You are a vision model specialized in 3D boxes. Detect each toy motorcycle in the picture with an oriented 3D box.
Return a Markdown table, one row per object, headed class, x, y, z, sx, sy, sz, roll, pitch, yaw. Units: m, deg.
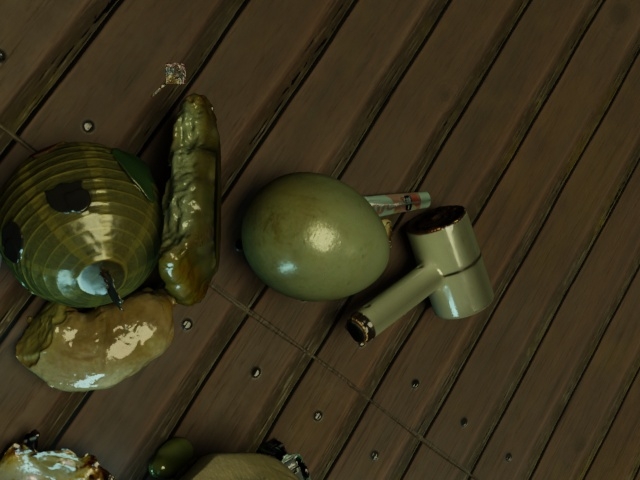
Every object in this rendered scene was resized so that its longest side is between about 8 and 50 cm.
| class | x | y | z | sx | sy | sz | roll | pitch | yaw |
| --- | --- | --- | --- | --- | --- | --- | --- | --- | --- |
| toy motorcycle | -0.050 | 0.452 | 1.547 | 0.058 | 0.100 | 0.173 | -26 | 105 | -27 |

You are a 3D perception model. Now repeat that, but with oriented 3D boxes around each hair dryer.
| class | x | y | z | sx | sy | sz | roll | pitch | yaw |
| --- | --- | --- | --- | --- | --- | --- | --- | --- | --- |
| hair dryer | 0.173 | 0.097 | 1.619 | 0.362 | 0.128 | 0.203 | -33 | 112 | -33 |

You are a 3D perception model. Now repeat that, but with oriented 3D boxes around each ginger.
| class | x | y | z | sx | sy | sz | roll | pitch | yaw |
| --- | --- | --- | --- | --- | --- | --- | --- | --- | --- |
| ginger | -0.333 | 0.151 | 1.324 | 0.267 | 0.138 | 0.152 | -11 | 95 | -26 |

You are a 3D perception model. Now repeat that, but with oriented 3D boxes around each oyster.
| class | x | y | z | sx | sy | sz | roll | pitch | yaw |
| --- | --- | --- | --- | --- | --- | --- | --- | --- | --- |
| oyster | -0.463 | 0.471 | 1.278 | 0.221 | 0.096 | 0.361 | 41 | 67 | 2 |

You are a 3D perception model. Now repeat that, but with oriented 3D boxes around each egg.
| class | x | y | z | sx | sy | sz | roll | pitch | yaw |
| --- | --- | --- | --- | --- | --- | --- | --- | --- | --- |
| egg | 0.000 | 0.000 | 1.472 | 0.296 | 0.218 | 0.218 | 19 | 84 | -44 |

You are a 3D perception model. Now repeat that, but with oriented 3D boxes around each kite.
| class | x | y | z | sx | sy | sz | roll | pitch | yaw |
| --- | --- | --- | --- | --- | --- | --- | --- | --- | --- |
| kite | -0.254 | -0.272 | 1.414 | 0.078 | 0.002 | 0.044 | -28 | 108 | -27 |

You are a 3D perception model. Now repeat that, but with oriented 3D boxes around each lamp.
| class | x | y | z | sx | sy | sz | roll | pitch | yaw |
| --- | --- | --- | --- | --- | --- | --- | --- | --- | --- |
| lamp | -0.337 | -0.004 | 1.225 | 0.250 | 0.284 | 0.250 | -19 | 139 | -17 |

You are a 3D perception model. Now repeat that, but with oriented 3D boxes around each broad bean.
| class | x | y | z | sx | sy | sz | roll | pitch | yaw |
| --- | --- | --- | --- | --- | --- | --- | --- | --- | --- |
| broad bean | -0.252 | 0.374 | 1.448 | 0.083 | 0.045 | 0.063 | -35 | 98 | -33 |

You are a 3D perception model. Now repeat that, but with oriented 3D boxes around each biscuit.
| class | x | y | z | sx | sy | sz | roll | pitch | yaw |
| --- | --- | --- | --- | --- | --- | --- | --- | --- | --- |
| biscuit | -0.190 | -0.066 | 1.306 | 0.078 | 0.329 | 0.334 | 1 | 87 | -1 |

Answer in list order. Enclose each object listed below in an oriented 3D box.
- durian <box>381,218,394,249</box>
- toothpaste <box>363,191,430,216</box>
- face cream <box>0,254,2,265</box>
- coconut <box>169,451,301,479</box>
| class | x | y | z | sx | sy | sz | roll | pitch | yaw |
| --- | --- | --- | --- | --- | --- | --- | --- | --- | --- |
| durian | 0.102 | 0.011 | 1.646 | 0.130 | 0.052 | 0.066 | -38 | 74 | -27 |
| toothpaste | 0.120 | -0.068 | 1.646 | 0.205 | 0.036 | 0.056 | -9 | 101 | -27 |
| face cream | -0.502 | -0.012 | 1.253 | 0.072 | 0.051 | 0.182 | 2 | 94 | -30 |
| coconut | -0.132 | 0.520 | 1.327 | 0.347 | 0.360 | 0.346 | -14 | 117 | -28 |
